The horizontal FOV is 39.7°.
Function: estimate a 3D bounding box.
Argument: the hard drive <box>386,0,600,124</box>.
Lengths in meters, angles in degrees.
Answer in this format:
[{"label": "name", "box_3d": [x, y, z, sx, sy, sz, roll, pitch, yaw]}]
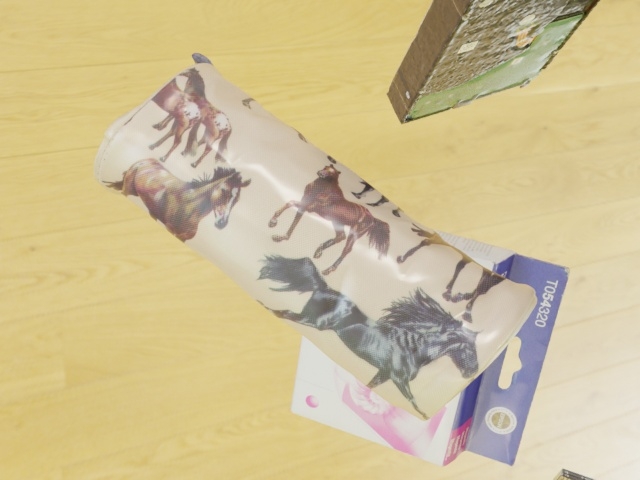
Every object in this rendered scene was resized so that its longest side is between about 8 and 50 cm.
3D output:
[{"label": "hard drive", "box_3d": [0.238, -0.283, 1.163, 0.237, 0.339, 0.064, -19, 74, -16]}]

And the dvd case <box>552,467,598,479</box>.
[{"label": "dvd case", "box_3d": [0.400, 0.363, 1.283, 0.120, 0.087, 0.013, 18, 68, 14]}]

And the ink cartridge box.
[{"label": "ink cartridge box", "box_3d": [0.136, 0.144, 1.215, 0.071, 0.330, 0.324, -41, 144, -61]}]

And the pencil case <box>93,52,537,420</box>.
[{"label": "pencil case", "box_3d": [0.000, 0.000, 0.827, 0.410, 0.183, 0.160, 36, 113, 5]}]
